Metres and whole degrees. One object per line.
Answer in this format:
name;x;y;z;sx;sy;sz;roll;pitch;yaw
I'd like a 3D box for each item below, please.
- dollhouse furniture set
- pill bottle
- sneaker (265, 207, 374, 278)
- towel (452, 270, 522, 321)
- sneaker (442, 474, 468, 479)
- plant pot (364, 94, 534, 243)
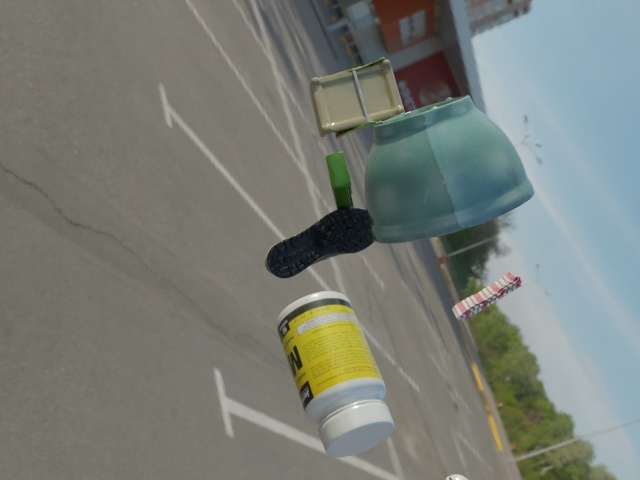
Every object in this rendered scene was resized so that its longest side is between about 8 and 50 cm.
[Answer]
dollhouse furniture set;0.099;-0.238;1.661;0.151;0.198;0.301;70;7;-69
pill bottle;0.021;0.186;1.013;0.119;0.119;0.208;56;9;-55
sneaker;0.000;0.000;1.675;0.124;0.283;0.107;166;-96;-80
towel;0.442;0.147;1.932;0.029;0.197;0.144;58;5;-1
sneaker;0.268;0.666;1.753;0.095;0.236;0.104;51;9;9
plant pot;0.201;-0.136;1.254;0.293;0.293;0.196;-74;146;-77
